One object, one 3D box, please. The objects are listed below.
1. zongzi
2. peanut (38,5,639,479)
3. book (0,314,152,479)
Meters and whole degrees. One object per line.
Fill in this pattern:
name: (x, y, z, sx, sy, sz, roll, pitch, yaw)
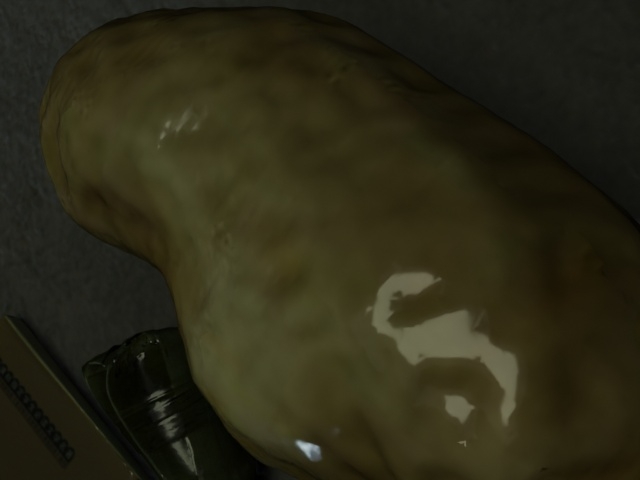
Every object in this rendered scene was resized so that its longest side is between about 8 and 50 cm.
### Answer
zongzi: (-0.093, 0.133, 0.552, 0.130, 0.062, 0.154, -26, 88, 47)
peanut: (0.000, 0.000, 0.432, 0.387, 0.169, 0.192, 40, 110, 31)
book: (-0.246, 0.236, 0.609, 0.217, 0.021, 0.310, 41, 96, 28)
